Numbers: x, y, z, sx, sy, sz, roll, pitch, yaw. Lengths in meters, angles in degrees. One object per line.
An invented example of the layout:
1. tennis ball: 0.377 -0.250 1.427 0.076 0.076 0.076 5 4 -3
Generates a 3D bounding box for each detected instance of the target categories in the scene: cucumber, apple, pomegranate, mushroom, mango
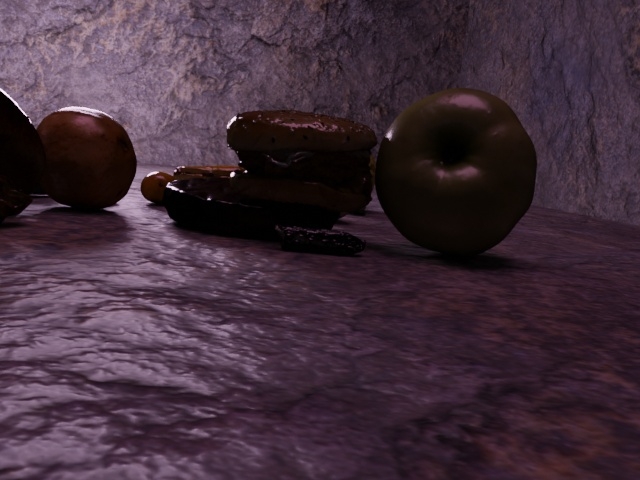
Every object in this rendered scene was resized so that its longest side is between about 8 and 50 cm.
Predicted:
1. cucumber: 0.000 0.000 1.344 0.182 0.053 0.053 6 8 -7
2. apple: 0.285 -0.139 1.479 0.358 0.357 0.357 6 8 -1
3. pomegranate: -0.544 -0.188 1.600 0.248 0.248 0.248 6 8 -1
4. mushroom: -0.707 -0.155 1.367 0.334 0.356 0.331 -16 -16 16
5. mango: -0.427 -0.139 1.881 0.102 0.084 0.184 2 -2 -2

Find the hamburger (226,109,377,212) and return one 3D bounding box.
1. hamburger: -0.021 -0.173 1.480 0.277 0.195 0.318 16 17 43

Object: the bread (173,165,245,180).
1. bread: -0.355 -0.195 2.270 0.235 0.099 0.210 0 7 -4

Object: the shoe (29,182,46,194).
1. shoe: -0.758 -0.172 1.770 0.171 0.132 0.336 -1 9 17

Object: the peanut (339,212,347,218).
1. peanut: 0.003 -0.121 1.907 0.129 0.129 0.224 1 3 -32

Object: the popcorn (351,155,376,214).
1. popcorn: 0.049 -0.219 2.229 0.293 0.236 0.293 8 5 -1

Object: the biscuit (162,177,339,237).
1. biscuit: -0.157 -0.073 1.601 0.408 0.091 0.407 7 11 -1
